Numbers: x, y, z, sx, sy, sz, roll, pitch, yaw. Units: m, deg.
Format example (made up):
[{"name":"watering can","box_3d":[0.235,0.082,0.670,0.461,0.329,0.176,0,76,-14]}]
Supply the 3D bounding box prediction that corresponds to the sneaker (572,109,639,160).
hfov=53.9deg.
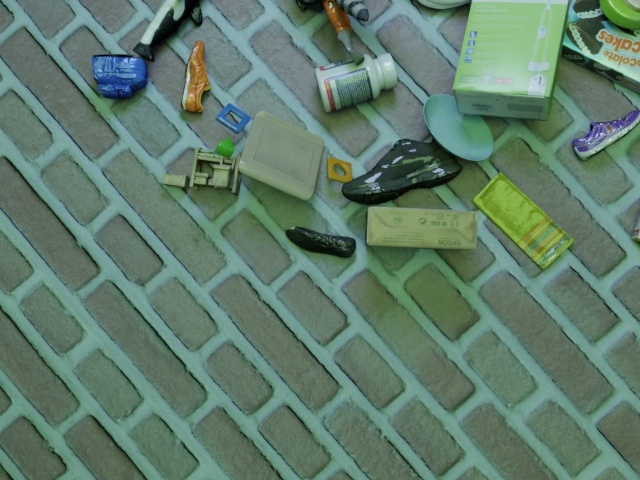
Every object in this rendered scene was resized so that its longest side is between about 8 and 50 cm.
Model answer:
[{"name":"sneaker","box_3d":[0.667,-0.257,1.465,0.170,0.068,0.071,-32,80,2]}]

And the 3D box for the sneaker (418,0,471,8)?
[{"name":"sneaker","box_3d":[0.233,-0.641,1.465,0.305,0.152,0.114,23,83,3]}]

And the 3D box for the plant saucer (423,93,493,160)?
[{"name":"plant saucer","box_3d":[0.312,-0.254,1.462,0.195,0.037,0.195,14,55,-21]}]

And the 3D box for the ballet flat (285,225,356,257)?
[{"name":"ballet flat","box_3d":[0.000,0.000,1.503,0.173,0.057,0.049,16,48,3]}]

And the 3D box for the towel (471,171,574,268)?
[{"name":"towel","box_3d":[0.477,-0.048,1.486,0.237,0.021,0.102,44,89,5]}]

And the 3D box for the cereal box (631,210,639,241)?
[{"name":"cereal box","box_3d":[0.843,-0.089,1.454,0.173,0.047,0.240,19,89,4]}]

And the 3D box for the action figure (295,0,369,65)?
[{"name":"action figure","box_3d":[0.052,-0.611,1.383,0.330,0.178,0.341,47,126,14]}]

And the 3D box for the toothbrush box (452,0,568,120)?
[{"name":"toothbrush box","box_3d":[0.430,-0.427,1.412,0.206,0.122,0.283,9,78,21]}]

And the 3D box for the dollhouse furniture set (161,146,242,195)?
[{"name":"dollhouse furniture set","box_3d":[-0.284,-0.175,1.463,0.182,0.161,0.101,8,87,3]}]

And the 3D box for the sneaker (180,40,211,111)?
[{"name":"sneaker","box_3d":[-0.298,-0.397,1.535,0.067,0.064,0.175,7,92,-16]}]

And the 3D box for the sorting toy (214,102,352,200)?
[{"name":"sorting toy","box_3d":[-0.089,-0.191,1.462,0.348,0.047,0.196,23,51,-13]}]

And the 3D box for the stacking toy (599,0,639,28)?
[{"name":"stacking toy","box_3d":[0.775,-0.617,1.406,0.309,0.130,0.279,10,71,-2]}]

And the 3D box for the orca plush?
[{"name":"orca plush","box_3d":[-0.329,-0.547,1.517,0.102,0.151,0.287,31,80,-29]}]

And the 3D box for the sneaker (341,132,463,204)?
[{"name":"sneaker","box_3d":[0.181,-0.168,1.477,0.286,0.109,0.130,-17,80,-7]}]

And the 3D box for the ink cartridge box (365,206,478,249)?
[{"name":"ink cartridge box","box_3d":[0.218,-0.025,1.412,0.235,0.193,0.088,2,89,4]}]

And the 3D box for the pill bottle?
[{"name":"pill bottle","box_3d":[0.084,-0.376,1.481,0.180,0.108,0.107,-15,86,2]}]

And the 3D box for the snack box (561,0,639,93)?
[{"name":"snack box","box_3d":[0.722,-0.469,1.475,0.322,0.060,0.187,27,88,4]}]

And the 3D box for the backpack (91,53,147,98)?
[{"name":"backpack","box_3d":[-0.479,-0.396,1.521,0.120,0.098,0.101,-6,98,-9]}]
